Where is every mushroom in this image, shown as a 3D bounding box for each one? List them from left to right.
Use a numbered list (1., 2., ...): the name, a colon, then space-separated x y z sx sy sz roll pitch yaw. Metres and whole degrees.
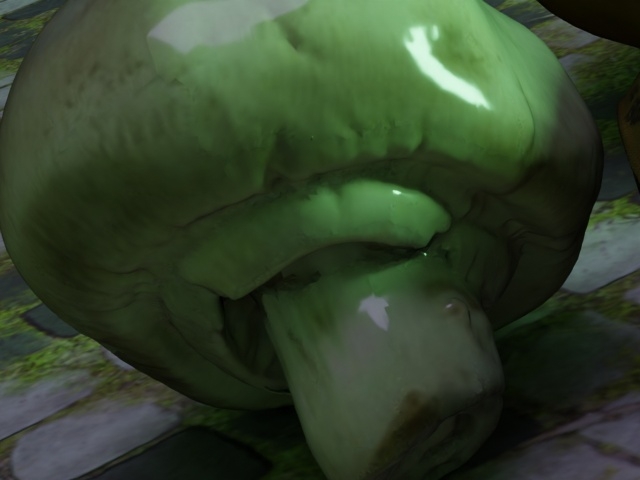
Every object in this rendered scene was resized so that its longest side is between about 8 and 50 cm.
1. mushroom: 0.000 0.000 0.771 0.260 0.254 0.234 -3 58 -17

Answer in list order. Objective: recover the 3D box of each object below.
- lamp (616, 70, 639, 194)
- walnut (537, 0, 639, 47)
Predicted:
1. lamp: 0.195 -0.026 0.718 0.161 0.161 0.185 -15 17 7
2. walnut: 0.262 -0.243 1.021 0.398 0.308 0.354 7 17 38
